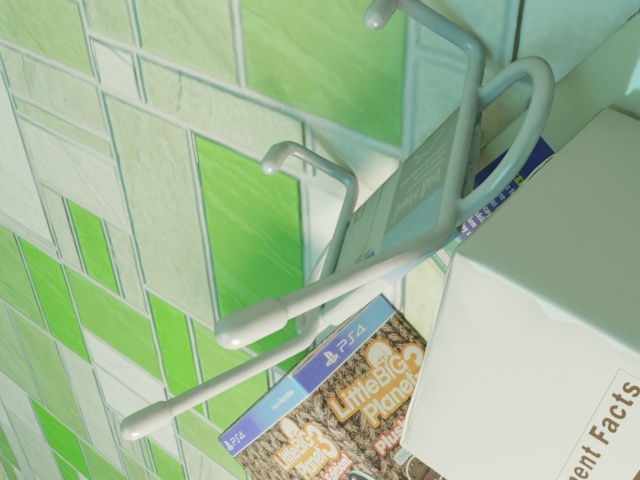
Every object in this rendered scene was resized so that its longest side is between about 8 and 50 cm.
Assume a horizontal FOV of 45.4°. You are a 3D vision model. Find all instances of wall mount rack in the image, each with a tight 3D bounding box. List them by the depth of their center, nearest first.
[{"bbox_3d":[0.000,0.000,0.540,0.130,0.304,0.350,28,145,-12],"label":"wall mount rack"}]

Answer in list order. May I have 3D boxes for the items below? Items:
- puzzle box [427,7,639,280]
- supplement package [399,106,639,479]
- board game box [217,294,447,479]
[{"bbox_3d":[0.262,0.070,0.526,0.409,0.052,0.272,50,144,3],"label":"puzzle box"},{"bbox_3d":[0.218,0.091,0.396,0.293,0.177,0.175,32,139,25],"label":"supplement package"},{"bbox_3d":[0.066,0.242,0.798,0.291,0.141,0.232,47,143,6],"label":"board game box"}]
